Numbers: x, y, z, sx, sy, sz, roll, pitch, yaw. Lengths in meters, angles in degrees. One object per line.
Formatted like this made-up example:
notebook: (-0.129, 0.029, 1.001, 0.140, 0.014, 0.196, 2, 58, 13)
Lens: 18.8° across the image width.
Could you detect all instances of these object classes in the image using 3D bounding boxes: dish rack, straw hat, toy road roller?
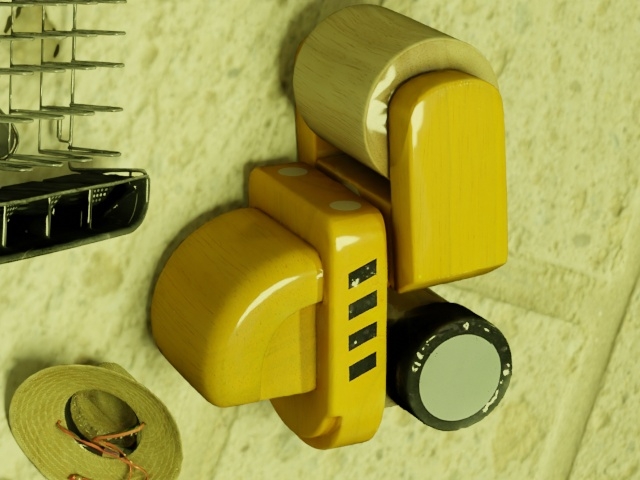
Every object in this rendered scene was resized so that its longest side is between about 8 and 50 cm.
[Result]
dish rack: (-0.197, -0.130, 1.301, 0.208, 0.074, 0.272, -17, 111, -63)
straw hat: (-0.162, 0.130, 1.464, 0.061, 0.144, 0.144, -71, 144, -51)
toy road roller: (0.000, 0.000, 1.469, 0.240, 0.202, 0.330, -9, 111, -24)

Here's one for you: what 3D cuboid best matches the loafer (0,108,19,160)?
loafer: (-0.268, -0.095, 1.317, 0.170, 0.061, 0.062, 30, 83, -40)
